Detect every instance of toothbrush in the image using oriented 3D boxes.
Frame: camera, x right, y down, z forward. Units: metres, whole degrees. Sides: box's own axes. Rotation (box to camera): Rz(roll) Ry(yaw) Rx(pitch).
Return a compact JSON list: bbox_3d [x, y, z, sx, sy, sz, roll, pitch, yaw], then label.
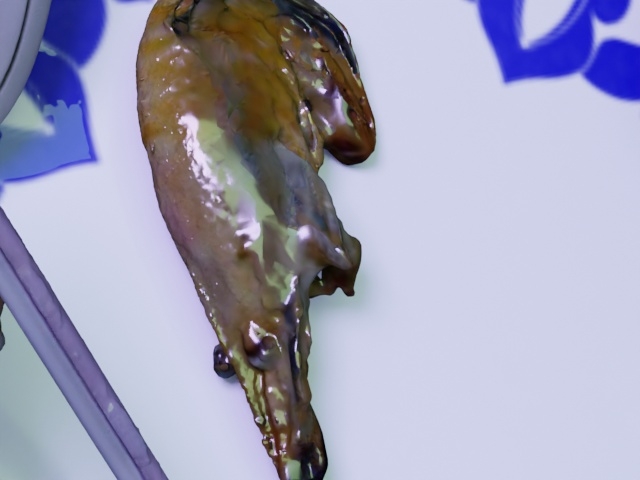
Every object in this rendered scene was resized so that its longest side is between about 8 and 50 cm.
[{"bbox_3d":[-0.058,0.097,0.602,0.029,0.024,0.354,-39,112,-25],"label":"toothbrush"}]

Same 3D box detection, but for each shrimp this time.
[{"bbox_3d":[-0.004,0.003,0.688,0.117,0.066,0.262,-16,85,-23],"label":"shrimp"}]

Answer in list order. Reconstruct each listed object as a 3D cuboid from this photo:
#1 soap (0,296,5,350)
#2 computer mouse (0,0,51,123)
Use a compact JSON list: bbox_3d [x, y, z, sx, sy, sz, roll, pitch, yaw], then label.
[{"bbox_3d":[-0.237,-0.024,0.522,0.274,0.173,0.089,42,100,-18],"label":"soap"},{"bbox_3d":[-0.177,-0.174,0.644,0.184,0.121,0.296,22,69,-14],"label":"computer mouse"}]
